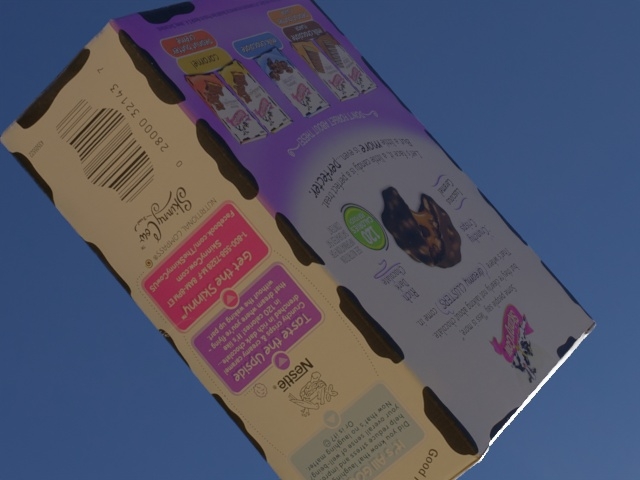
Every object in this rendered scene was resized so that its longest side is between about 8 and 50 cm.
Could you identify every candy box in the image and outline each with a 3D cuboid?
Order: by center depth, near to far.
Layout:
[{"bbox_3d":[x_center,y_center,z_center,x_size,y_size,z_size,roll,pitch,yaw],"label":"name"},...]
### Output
[{"bbox_3d":[0.000,0.000,0.645,0.070,0.165,0.196,-43,-96,26],"label":"candy box"}]
